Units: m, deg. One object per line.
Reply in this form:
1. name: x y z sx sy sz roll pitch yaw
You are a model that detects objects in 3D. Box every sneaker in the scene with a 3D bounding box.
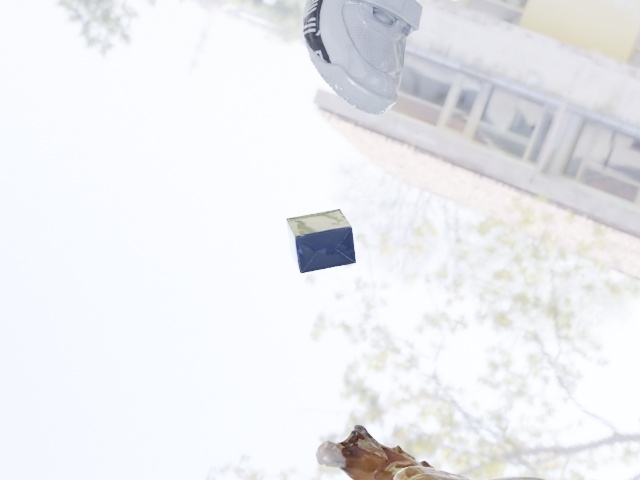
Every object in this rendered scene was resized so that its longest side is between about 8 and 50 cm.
1. sneaker: 0.084 -0.347 1.379 0.137 0.210 0.366 18 -127 -29

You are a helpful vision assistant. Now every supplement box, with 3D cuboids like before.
1. supplement box: 0.000 0.000 1.548 0.083 0.056 0.083 -10 -158 -8

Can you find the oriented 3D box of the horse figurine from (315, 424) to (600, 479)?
1. horse figurine: 0.092 0.145 0.538 0.263 0.066 0.174 1 178 28
